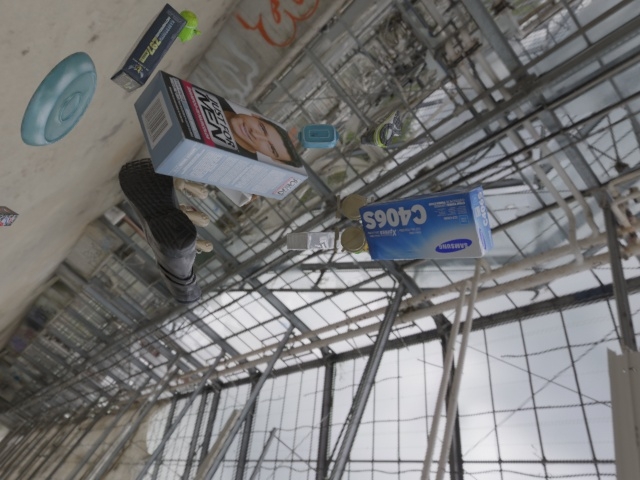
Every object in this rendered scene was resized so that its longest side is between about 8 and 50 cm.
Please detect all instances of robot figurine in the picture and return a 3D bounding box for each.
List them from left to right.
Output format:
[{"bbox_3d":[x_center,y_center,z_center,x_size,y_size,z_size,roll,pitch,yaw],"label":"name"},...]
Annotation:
[{"bbox_3d":[-0.476,-0.762,1.462,0.115,0.101,0.067,-36,-158,48],"label":"robot figurine"}]

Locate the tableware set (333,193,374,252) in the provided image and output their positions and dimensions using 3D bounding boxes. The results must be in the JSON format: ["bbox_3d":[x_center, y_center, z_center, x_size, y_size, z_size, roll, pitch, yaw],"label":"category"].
[{"bbox_3d":[0.112,-0.056,1.371,0.039,0.128,0.194,109,-16,-87],"label":"tableware set"}]

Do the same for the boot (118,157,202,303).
[{"bbox_3d":[-0.380,-0.022,0.977,0.118,0.338,0.222,-15,144,-24],"label":"boot"}]

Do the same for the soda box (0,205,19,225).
[{"bbox_3d":[-1.127,-0.085,1.434,0.053,0.060,0.169,-55,-167,-5],"label":"soda box"}]

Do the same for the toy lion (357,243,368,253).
[{"bbox_3d":[0.160,0.012,1.609,0.100,0.096,0.034,-54,-153,-3],"label":"toy lion"}]

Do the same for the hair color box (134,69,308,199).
[{"bbox_3d":[-0.211,-0.223,0.957,0.113,0.185,0.374,-36,157,28],"label":"hair color box"}]

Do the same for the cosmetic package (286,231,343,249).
[{"bbox_3d":[0.000,0.000,1.437,0.099,0.060,0.239,2,-177,41],"label":"cosmetic package"}]

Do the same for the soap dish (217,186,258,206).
[{"bbox_3d":[-0.399,-0.293,1.833,0.118,0.291,0.229,-52,-164,-20],"label":"soap dish"}]

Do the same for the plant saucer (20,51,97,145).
[{"bbox_3d":[-0.749,-0.401,1.208,0.317,0.044,0.317,-50,-162,24],"label":"plant saucer"}]

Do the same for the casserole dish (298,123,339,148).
[{"bbox_3d":[-0.008,-0.479,1.873,0.188,0.114,0.037,-2,172,-4],"label":"casserole dish"}]

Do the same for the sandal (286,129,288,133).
[{"bbox_3d":[-0.218,-0.423,1.591,0.219,0.060,0.090,27,-114,40],"label":"sandal"}]

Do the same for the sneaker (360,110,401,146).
[{"bbox_3d":[0.268,-0.488,1.791,0.121,0.111,0.300,3,-151,30],"label":"sneaker"}]

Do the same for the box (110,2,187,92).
[{"bbox_3d":[-0.421,-0.455,0.996,0.233,0.059,0.183,22,-102,55],"label":"box"}]

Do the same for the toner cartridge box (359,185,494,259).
[{"bbox_3d":[0.271,-0.038,1.115,0.075,0.165,0.348,-25,-167,-41],"label":"toner cartridge box"}]

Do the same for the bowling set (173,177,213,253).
[{"bbox_3d":[-0.524,-0.071,1.524,0.200,0.287,0.154,-19,162,24],"label":"bowling set"}]
